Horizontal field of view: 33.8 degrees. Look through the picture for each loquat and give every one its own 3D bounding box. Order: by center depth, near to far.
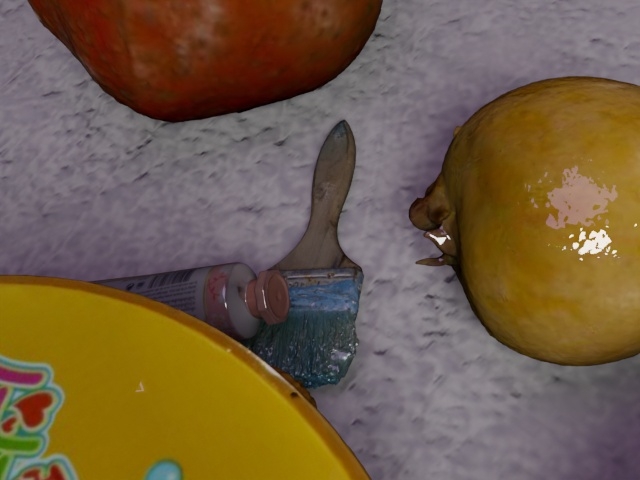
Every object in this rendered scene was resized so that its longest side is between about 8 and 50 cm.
[{"bbox_3d":[0.128,-0.010,0.535,0.163,0.137,0.163,-4,71,13],"label":"loquat"}]

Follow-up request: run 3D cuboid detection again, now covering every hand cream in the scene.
[{"bbox_3d":[-0.117,0.047,0.616,0.210,0.043,0.067,-9,55,25],"label":"hand cream"}]

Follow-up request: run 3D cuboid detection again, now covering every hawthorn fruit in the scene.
[{"bbox_3d":[-0.088,-0.230,0.647,0.254,0.300,0.254,-9,51,11],"label":"hawthorn fruit"}]

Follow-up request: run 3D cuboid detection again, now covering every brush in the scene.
[{"bbox_3d":[0.000,0.000,0.633,0.070,0.021,0.196,-4,54,21],"label":"brush"}]

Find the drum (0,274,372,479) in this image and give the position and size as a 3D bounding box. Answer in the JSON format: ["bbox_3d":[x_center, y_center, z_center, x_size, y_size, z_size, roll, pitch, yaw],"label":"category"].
[{"bbox_3d":[-0.132,0.233,0.388,0.431,0.214,0.431,-8,54,11],"label":"drum"}]
